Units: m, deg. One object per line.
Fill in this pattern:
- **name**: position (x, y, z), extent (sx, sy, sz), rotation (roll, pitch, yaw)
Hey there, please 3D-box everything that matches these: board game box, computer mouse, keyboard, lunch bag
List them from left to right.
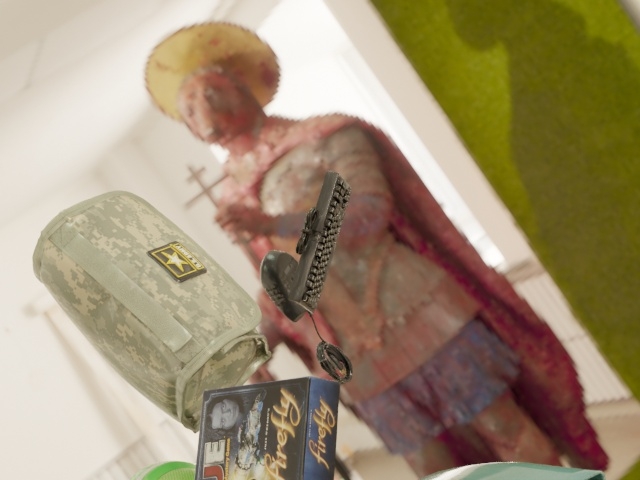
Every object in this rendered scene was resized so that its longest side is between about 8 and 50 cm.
- **lunch bag**: position (-0.189, 0.077, 1.442), extent (0.169, 0.235, 0.287), rotation (-46, -11, -9)
- **board game box**: position (-0.058, 0.256, 1.177), extent (0.042, 0.243, 0.165), rotation (18, -22, -38)
- **computer mouse**: position (-0.023, 0.116, 1.827), extent (0.041, 0.242, 0.071), rotation (-16, 24, 31)
- **keyboard**: position (0.000, 0.000, 1.658), extent (0.108, 0.023, 0.180), rotation (38, -114, -63)

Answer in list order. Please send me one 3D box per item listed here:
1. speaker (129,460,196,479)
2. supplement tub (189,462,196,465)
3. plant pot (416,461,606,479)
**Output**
- **speaker**: position (-0.113, 0.330, 1.392), extent (0.131, 0.131, 0.296), rotation (-36, 23, -25)
- **supplement tub**: position (-0.232, 0.454, 1.772), extent (0.272, 0.191, 0.191), rotation (-40, -1, 28)
- **plant pot**: position (0.185, 0.343, 1.420), extent (0.165, 0.166, 0.234), rotation (-13, 8, -37)
